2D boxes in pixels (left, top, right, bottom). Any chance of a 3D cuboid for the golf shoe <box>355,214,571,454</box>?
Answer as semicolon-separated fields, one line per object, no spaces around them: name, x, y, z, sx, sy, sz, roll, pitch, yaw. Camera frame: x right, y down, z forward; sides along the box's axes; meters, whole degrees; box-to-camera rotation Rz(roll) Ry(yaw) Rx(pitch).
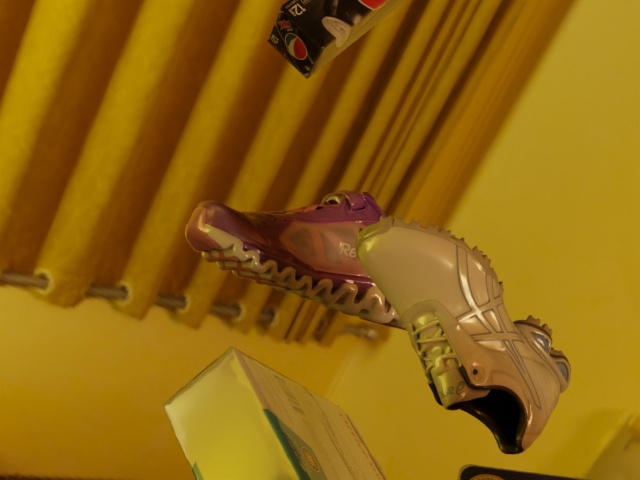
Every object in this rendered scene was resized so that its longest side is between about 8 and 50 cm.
golf shoe;0.086;0.060;0.661;0.176;0.069;0.086;41;-135;-12

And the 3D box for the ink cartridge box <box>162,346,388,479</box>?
ink cartridge box;-0.036;0.299;1.380;0.307;0.129;0.223;39;-166;-53

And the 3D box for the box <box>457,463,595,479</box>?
box;0.147;0.253;0.652;0.136;0.036;0.225;7;-129;0

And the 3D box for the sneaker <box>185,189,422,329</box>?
sneaker;0.000;0.000;0.890;0.236;0.105;0.095;20;176;-29

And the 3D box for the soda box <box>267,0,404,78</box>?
soda box;0.033;-0.220;0.946;0.053;0.060;0.169;45;-115;4
